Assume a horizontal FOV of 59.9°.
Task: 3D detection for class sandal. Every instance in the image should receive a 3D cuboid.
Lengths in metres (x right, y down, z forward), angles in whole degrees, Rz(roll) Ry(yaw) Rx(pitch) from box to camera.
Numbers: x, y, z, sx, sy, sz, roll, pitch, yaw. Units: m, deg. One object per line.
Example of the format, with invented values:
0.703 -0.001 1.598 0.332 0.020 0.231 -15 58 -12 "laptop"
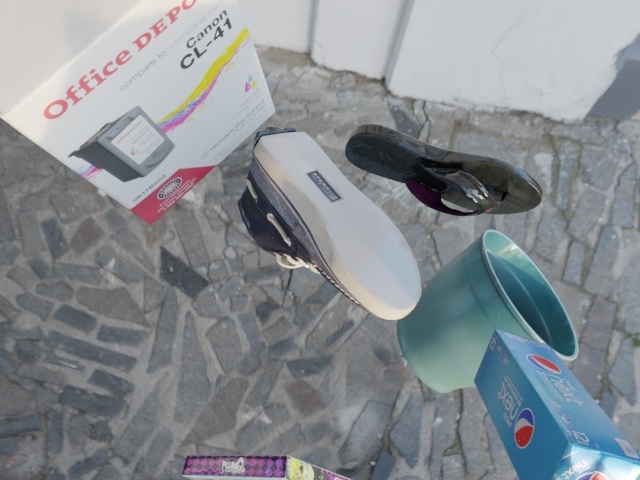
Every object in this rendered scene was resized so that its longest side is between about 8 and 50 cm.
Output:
0.263 -0.125 1.235 0.446 0.167 0.107 17 61 2 "sandal"

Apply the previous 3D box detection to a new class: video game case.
-0.088 0.421 0.980 0.232 0.210 0.041 -15 52 33 "video game case"

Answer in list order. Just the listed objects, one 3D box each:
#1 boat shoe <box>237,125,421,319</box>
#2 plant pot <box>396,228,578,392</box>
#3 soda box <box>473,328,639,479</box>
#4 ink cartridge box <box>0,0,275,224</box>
0.000 0.000 0.804 0.127 0.158 0.340 -15 59 -36 "boat shoe"
0.298 0.161 1.068 0.272 0.255 0.271 34 33 -26 "plant pot"
0.213 0.166 0.532 0.067 0.210 0.071 17 105 -2 "soda box"
-0.185 -0.167 0.569 0.226 0.306 0.131 -43 79 -6 "ink cartridge box"
